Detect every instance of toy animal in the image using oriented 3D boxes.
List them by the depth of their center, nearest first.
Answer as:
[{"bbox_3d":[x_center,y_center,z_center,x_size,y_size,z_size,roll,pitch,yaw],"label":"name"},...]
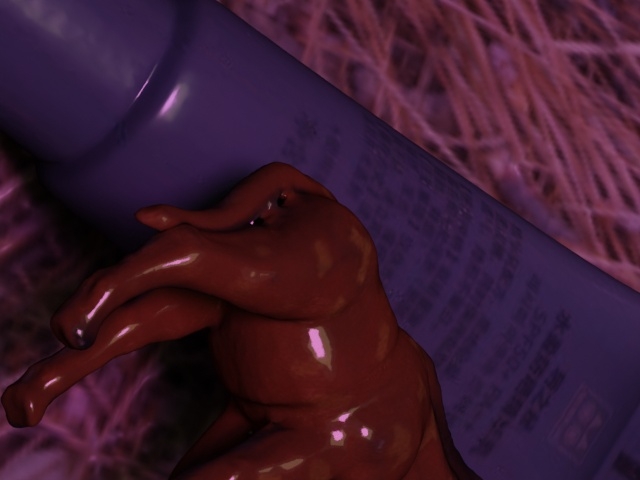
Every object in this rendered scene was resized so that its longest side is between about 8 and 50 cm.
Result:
[{"bbox_3d":[0.012,0.077,0.613,0.230,0.066,0.224,-19,110,-37],"label":"toy animal"}]

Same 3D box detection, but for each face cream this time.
[{"bbox_3d":[0.000,0.000,0.665,0.385,0.086,0.135,37,82,-28],"label":"face cream"}]
